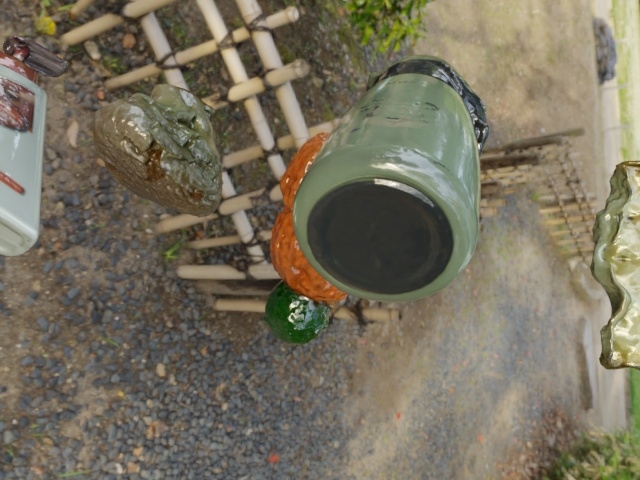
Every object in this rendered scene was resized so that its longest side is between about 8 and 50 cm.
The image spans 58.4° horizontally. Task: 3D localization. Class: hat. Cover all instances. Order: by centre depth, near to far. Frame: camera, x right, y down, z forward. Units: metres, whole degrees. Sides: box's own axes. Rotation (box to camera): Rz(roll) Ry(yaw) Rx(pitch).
[{"bbox_3d":[0.000,0.000,1.125,0.285,0.400,0.285,32,26,-18],"label":"hat"}]

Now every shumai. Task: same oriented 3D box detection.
[{"bbox_3d":[-0.309,-0.228,1.260,0.346,0.216,0.283,51,53,-41],"label":"shumai"}]

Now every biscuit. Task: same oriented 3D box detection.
[{"bbox_3d":[0.537,0.057,0.901,0.335,0.329,0.078,-48,164,3],"label":"biscuit"}]

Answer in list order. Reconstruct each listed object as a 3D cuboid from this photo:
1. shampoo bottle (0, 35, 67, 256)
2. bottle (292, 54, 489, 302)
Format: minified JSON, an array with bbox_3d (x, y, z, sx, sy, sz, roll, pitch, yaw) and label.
[{"bbox_3d":[-0.339,-0.131,0.597,0.153,0.071,0.284,37,35,-37],"label":"shampoo bottle"},{"bbox_3d":[0.094,-0.096,0.625,0.169,0.168,0.347,67,28,-28],"label":"bottle"}]
